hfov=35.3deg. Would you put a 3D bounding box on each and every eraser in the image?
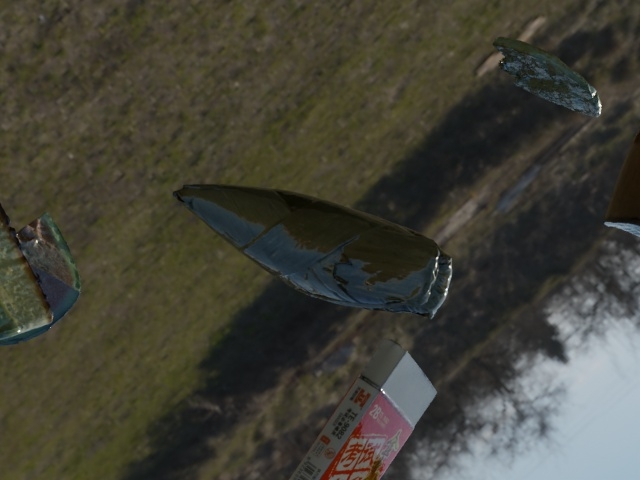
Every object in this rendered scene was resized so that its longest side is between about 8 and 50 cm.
[{"bbox_3d":[0.046,0.240,1.184,0.230,0.038,0.157,-54,149,-11],"label":"eraser"}]

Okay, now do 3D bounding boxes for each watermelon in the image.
[{"bbox_3d":[-0.466,0.084,1.533,0.231,0.146,0.128,-41,-172,0],"label":"watermelon"}]

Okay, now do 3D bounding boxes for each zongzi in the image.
[{"bbox_3d":[0.000,0.000,0.769,0.176,0.160,0.079,29,75,-45],"label":"zongzi"}]

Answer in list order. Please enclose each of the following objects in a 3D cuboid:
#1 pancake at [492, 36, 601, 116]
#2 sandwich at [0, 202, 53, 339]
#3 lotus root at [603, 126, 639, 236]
[{"bbox_3d":[0.222,-0.154,0.976,0.023,0.116,0.129,-60,164,1],"label":"pancake"},{"bbox_3d":[-0.397,0.034,1.027,0.186,0.220,0.108,-34,174,37],"label":"sandwich"},{"bbox_3d":[0.448,-0.067,0.860,0.316,0.316,0.250,46,66,-83],"label":"lotus root"}]
